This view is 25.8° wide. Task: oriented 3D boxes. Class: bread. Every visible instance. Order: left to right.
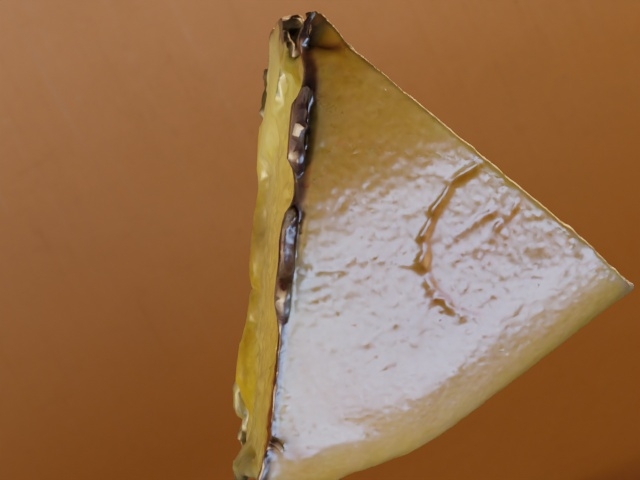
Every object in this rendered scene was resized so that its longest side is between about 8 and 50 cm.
[{"bbox_3d":[0.000,0.000,0.550,0.169,0.160,0.140,-35,-170,-3],"label":"bread"}]
